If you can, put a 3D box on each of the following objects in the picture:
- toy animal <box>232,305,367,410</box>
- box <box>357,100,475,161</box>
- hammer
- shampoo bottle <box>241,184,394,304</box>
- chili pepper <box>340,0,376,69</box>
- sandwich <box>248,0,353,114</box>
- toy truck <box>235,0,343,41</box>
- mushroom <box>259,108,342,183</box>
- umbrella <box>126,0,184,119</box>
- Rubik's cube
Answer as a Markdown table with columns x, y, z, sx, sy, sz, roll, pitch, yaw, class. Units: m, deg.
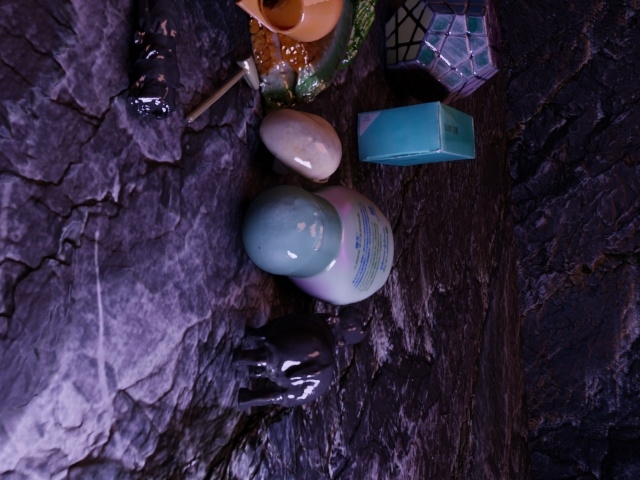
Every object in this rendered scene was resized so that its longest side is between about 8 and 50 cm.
| x | y | z | sx | sy | sz | roll | pitch | yaw | class |
| --- | --- | --- | --- | --- | --- | --- | --- | --- | --- |
| -0.033 | 0.168 | 0.929 | 0.343 | 0.168 | 0.106 | -23 | 106 | -74 | toy animal |
| 0.243 | -0.253 | 1.402 | 0.311 | 0.205 | 0.118 | -10 | 94 | -60 | box |
| -0.152 | -0.224 | 0.890 | 0.195 | 0.028 | 0.060 | -57 | 142 | -41 | hammer |
| 0.000 | 0.000 | 1.007 | 0.349 | 0.151 | 0.222 | 15 | 80 | -60 | shampoo bottle |
| 0.074 | -0.482 | 1.250 | 0.100 | 0.074 | 0.257 | 44 | 51 | -51 | chili pepper |
| -0.032 | -0.382 | 1.021 | 0.292 | 0.109 | 0.212 | -58 | 137 | -44 | sandwich |
| -0.061 | -0.434 | 0.835 | 0.239 | 0.189 | 0.265 | 30 | 54 | -40 | toy truck |
| -0.038 | -0.161 | 0.985 | 0.154 | 0.122 | 0.154 | 30 | 30 | -20 | mushroom |
| -0.211 | -0.277 | 0.752 | 0.066 | 0.059 | 0.236 | 57 | 35 | -75 | umbrella |
| 0.321 | -0.511 | 1.497 | 0.264 | 0.319 | 0.319 | 94 | 16 | -50 | Rubik's cube |
